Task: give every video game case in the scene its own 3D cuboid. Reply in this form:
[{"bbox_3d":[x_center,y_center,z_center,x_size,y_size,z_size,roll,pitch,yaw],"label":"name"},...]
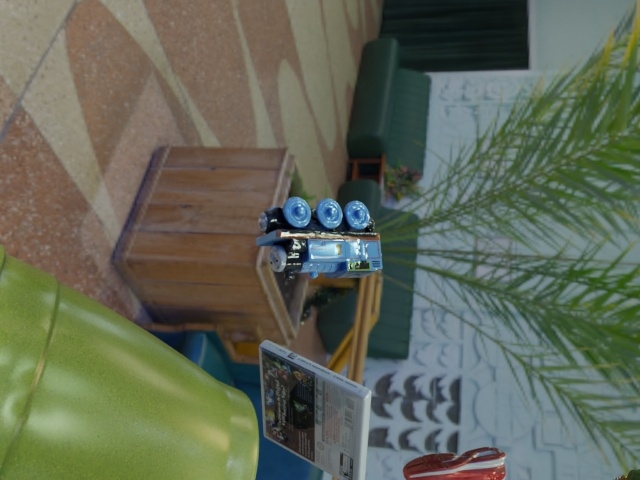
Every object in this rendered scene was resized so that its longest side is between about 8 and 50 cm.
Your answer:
[{"bbox_3d":[-0.011,0.246,0.947,0.022,0.173,0.190,-40,141,-44],"label":"video game case"}]

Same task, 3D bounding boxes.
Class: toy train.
[{"bbox_3d":[0.000,0.000,0.923,0.184,0.080,0.105,1,77,-33],"label":"toy train"}]

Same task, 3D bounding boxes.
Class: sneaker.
[{"bbox_3d":[0.288,0.518,1.416,0.087,0.221,0.128,-112,-165,-86],"label":"sneaker"}]

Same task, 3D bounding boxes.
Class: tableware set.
[{"bbox_3d":[0.502,0.460,1.131,0.154,0.024,0.104,-55,165,-30],"label":"tableware set"}]

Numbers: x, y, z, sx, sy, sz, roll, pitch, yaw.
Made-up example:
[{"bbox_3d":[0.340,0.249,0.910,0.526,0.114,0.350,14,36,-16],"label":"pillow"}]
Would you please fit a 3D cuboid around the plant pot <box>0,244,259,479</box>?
[{"bbox_3d":[-0.276,0.240,0.776,0.353,0.366,0.367,27,55,-27],"label":"plant pot"}]
